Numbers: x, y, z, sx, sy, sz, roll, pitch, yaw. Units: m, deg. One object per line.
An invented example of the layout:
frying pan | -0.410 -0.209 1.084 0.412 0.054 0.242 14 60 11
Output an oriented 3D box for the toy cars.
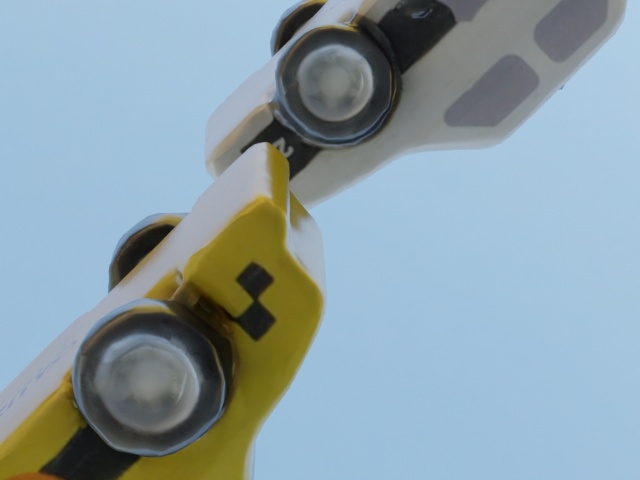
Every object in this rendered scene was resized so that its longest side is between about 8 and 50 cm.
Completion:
toy cars | 0.000 0.000 0.518 0.087 0.176 0.393 44 -123 -11
